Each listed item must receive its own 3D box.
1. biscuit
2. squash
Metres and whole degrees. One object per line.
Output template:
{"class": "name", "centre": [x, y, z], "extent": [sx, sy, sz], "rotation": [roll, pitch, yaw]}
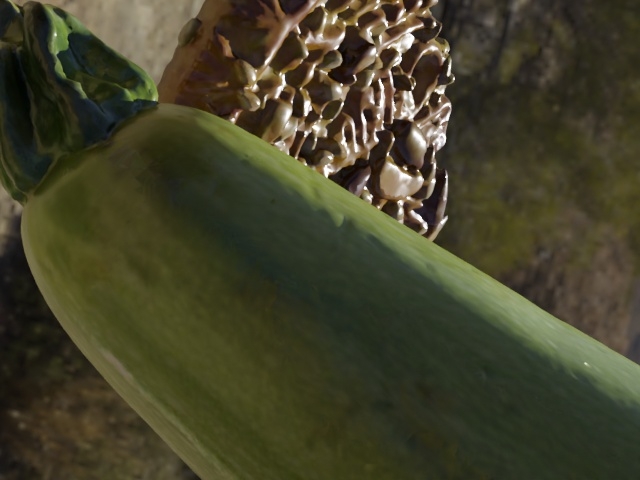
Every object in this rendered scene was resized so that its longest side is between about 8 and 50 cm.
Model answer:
{"class": "biscuit", "centre": [-0.008, -0.002, 0.463], "extent": [0.126, 0.025, 0.206], "rotation": [-29, 134, -35]}
{"class": "squash", "centre": [-0.010, 0.017, 0.356], "extent": [0.090, 0.200, 0.075], "rotation": [-51, 173, -4]}
